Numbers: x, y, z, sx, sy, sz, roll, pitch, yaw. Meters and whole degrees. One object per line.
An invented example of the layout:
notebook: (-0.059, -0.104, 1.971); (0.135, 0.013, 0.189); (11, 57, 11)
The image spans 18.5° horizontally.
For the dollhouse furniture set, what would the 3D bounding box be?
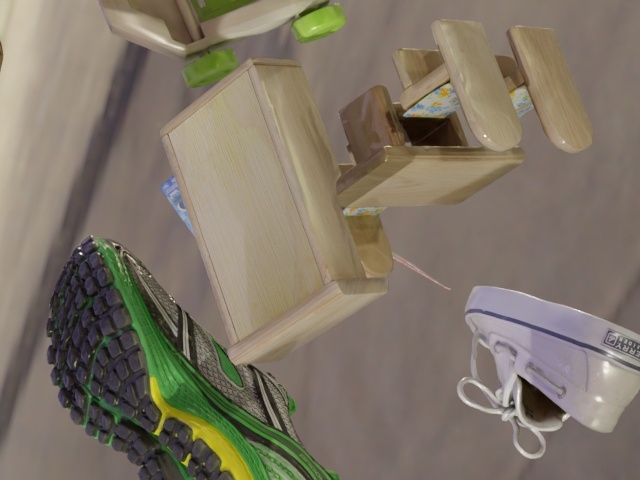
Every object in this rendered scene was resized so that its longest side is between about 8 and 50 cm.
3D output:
dollhouse furniture set: (0.038, -0.021, 1.275); (0.212, 0.242, 0.161); (-34, 68, 41)

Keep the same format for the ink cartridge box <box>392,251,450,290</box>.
ink cartridge box: (0.000, 0.000, 1.852); (0.056, 0.225, 0.181); (-58, 10, 2)

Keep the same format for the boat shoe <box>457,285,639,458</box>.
boat shoe: (0.228, 0.147, 2.062); (0.156, 0.136, 0.367); (-67, 19, -3)

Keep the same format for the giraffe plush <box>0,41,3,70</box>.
giraffe plush: (-0.350, -0.173, 1.711); (0.170, 0.181, 0.210); (-9, -98, -67)

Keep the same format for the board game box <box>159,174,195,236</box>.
board game box: (-0.117, -0.050, 2.165); (0.090, 0.090, 0.020); (-38, -6, 20)

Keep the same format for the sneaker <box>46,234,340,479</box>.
sneaker: (-0.115, 0.136, 1.680); (0.343, 0.146, 0.134); (54, 130, 22)

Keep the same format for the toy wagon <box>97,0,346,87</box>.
toy wagon: (-0.067, -0.317, 1.950); (0.068, 0.344, 0.267); (133, 114, -81)
